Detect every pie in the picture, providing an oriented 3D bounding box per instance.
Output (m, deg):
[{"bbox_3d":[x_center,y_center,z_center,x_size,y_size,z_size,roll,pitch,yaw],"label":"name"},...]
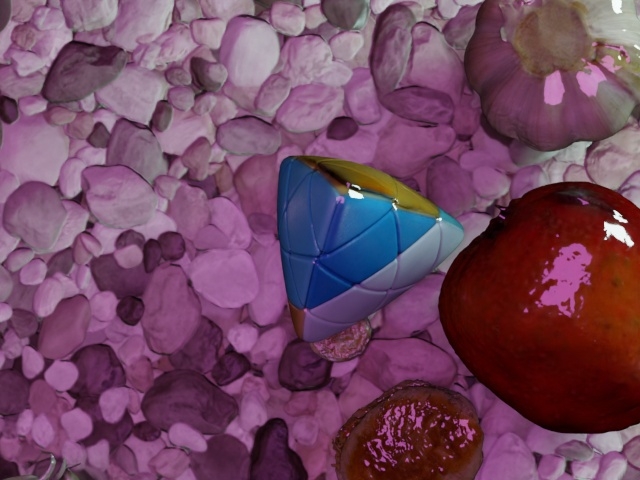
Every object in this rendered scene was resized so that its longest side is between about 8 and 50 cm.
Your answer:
[{"bbox_3d":[0.023,0.116,1.313,0.084,0.021,0.084,-1,82,6],"label":"pie"},{"bbox_3d":[0.108,0.258,1.254,0.193,0.079,0.163,-45,82,4],"label":"pie"}]

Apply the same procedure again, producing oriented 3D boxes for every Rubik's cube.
[{"bbox_3d":[0.000,0.000,1.271,0.254,0.254,0.254,-1,83,10],"label":"Rubik's cube"}]

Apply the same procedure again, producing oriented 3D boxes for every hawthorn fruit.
[{"bbox_3d":[0.291,0.087,1.156,0.307,0.265,0.265,42,92,-5],"label":"hawthorn fruit"}]

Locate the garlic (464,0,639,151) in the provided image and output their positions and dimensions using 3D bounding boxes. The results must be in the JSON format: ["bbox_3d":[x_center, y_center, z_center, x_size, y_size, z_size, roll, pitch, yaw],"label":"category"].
[{"bbox_3d":[0.285,-0.210,1.235,0.228,0.152,0.227,-4,81,26],"label":"garlic"}]

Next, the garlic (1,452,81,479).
[{"bbox_3d":[-0.381,0.397,1.266,0.237,0.210,0.291,2,92,17],"label":"garlic"}]
